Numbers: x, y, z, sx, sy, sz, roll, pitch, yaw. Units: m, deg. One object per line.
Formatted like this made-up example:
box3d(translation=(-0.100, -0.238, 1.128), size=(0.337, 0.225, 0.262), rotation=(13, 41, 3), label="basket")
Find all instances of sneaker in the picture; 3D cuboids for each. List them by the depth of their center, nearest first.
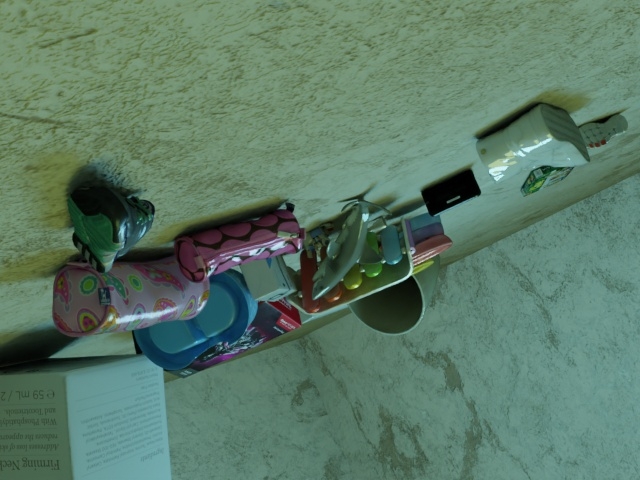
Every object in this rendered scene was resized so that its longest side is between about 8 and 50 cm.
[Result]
box3d(translation=(-0.241, -0.034, 0.918), size=(0.098, 0.083, 0.224), rotation=(-41, -177, -25), label="sneaker")
box3d(translation=(0.405, -0.176, 1.489), size=(0.169, 0.108, 0.293), rotation=(-27, 160, 31), label="sneaker")
box3d(translation=(0.630, -0.240, 1.762), size=(0.158, 0.061, 0.065), rotation=(-18, 175, -21), label="sneaker")

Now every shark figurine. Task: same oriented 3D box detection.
box3d(translation=(0.084, 0.001, 1.594), size=(0.166, 0.116, 0.278), rotation=(-53, 172, -52), label="shark figurine")

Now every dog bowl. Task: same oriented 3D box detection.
box3d(translation=(-0.256, 0.157, 1.609), size=(0.297, 0.165, 0.074), rotation=(-28, 180, 27), label="dog bowl")

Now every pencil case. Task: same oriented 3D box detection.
box3d(translation=(-0.297, 0.082, 1.232), size=(0.124, 0.124, 0.284), rotation=(-27, 168, 23), label="pencil case")
box3d(translation=(-0.130, 0.007, 1.275), size=(0.209, 0.095, 0.098), rotation=(-19, -155, -30), label="pencil case")

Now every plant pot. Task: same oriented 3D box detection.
box3d(translation=(0.241, 0.100, 2.260), size=(0.257, 0.256, 0.274), rotation=(-31, -176, 39), label="plant pot")

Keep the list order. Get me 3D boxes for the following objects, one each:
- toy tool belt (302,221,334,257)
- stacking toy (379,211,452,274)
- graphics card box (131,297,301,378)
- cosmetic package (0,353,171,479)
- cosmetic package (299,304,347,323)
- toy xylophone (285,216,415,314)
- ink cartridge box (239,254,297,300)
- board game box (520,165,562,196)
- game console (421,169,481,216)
box3d(translation=(0.000, 0.000, 1.634), size=(0.083, 0.051, 0.052), rotation=(-27, 170, 20), label="toy tool belt")
box3d(translation=(0.162, 0.026, 1.910), size=(0.280, 0.130, 0.309), rotation=(-21, 168, -16), label="stacking toy")
box3d(translation=(-0.258, 0.222, 1.951), size=(0.371, 0.094, 0.233), rotation=(-24, 153, 11), label="graphics card box")
box3d(translation=(-0.537, 0.452, 1.606), size=(0.330, 0.393, 0.327), rotation=(-7, 177, 22), label="cosmetic package")
box3d(translation=(0.031, 0.166, 2.401), size=(0.231, 0.117, 0.085), rotation=(-15, 168, -31), label="cosmetic package")
box3d(translation=(0.066, 0.046, 1.734), size=(0.323, 0.236, 0.081), rotation=(-29, 127, 9), label="toy xylophone")
box3d(translation=(-0.107, 0.070, 1.614), size=(0.060, 0.104, 0.180), rotation=(-26, 170, 10), label="ink cartridge box")
box3d(translation=(0.646, -0.184, 2.175), size=(0.136, 0.030, 0.260), rotation=(-22, 170, 6), label="board game box")
box3d(translation=(0.295, -0.102, 1.713), size=(0.122, 0.107, 0.071), rotation=(-26, 141, 13), label="game console")
